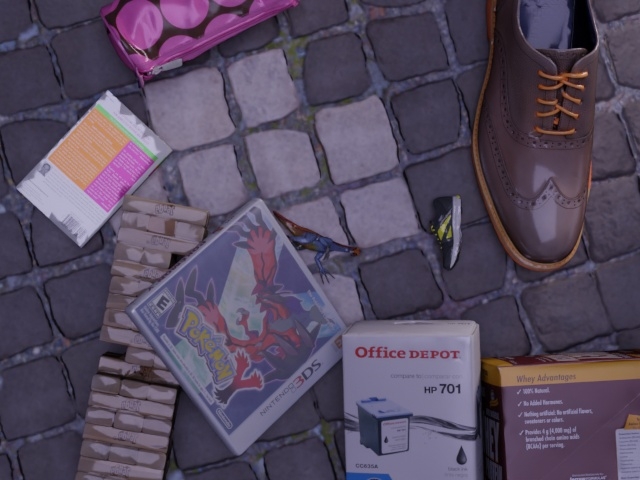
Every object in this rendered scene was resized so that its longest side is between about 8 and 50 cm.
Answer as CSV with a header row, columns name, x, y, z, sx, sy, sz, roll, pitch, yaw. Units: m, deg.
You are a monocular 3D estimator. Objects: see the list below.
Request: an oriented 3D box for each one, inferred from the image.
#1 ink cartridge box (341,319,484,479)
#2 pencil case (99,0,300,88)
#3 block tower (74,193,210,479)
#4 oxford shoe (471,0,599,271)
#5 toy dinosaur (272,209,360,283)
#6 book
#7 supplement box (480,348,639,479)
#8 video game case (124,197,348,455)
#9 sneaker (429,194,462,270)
name,x,y,z,sx,sy,sz,roll,pitch,yaw
ink cartridge box,0.097,0.184,1.324,0.140,0.082,0.190,-1,97,12
pencil case,-0.122,-0.246,1.345,0.209,0.095,0.098,-29,56,-2
block tower,-0.187,0.127,1.329,0.097,0.091,0.335,11,88,-2
oxford shoe,0.231,-0.148,1.338,0.130,0.133,0.363,-4,89,-4
toy dinosaur,0.000,0.000,1.370,0.082,0.047,0.090,-8,78,-21
book,-0.242,-0.076,1.362,0.096,0.035,0.144,44,87,-4
supplement box,0.272,0.218,1.332,0.191,0.129,0.194,-3,88,-3
video game case,-0.077,0.089,1.310,0.183,0.023,0.201,-42,112,-22
sneaker,0.137,-0.009,1.384,0.035,0.031,0.083,3,84,10
